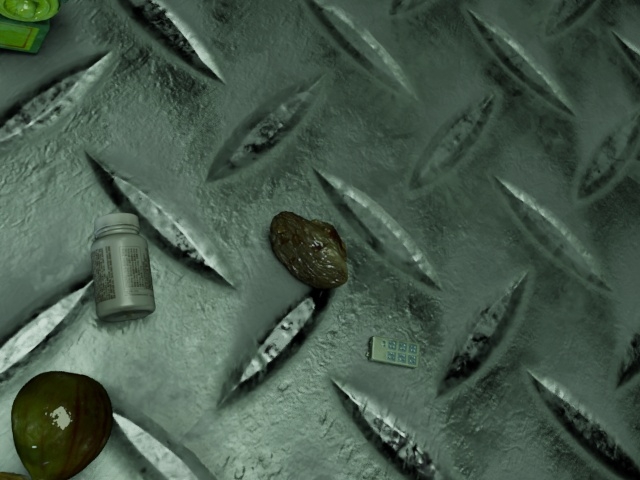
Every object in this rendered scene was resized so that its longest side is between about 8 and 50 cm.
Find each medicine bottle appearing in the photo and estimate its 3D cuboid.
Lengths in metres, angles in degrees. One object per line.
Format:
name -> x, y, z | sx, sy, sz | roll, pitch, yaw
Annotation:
medicine bottle -> -0.277, 0.037, 0.991 | 0.079, 0.079, 0.140 | -5, 74, -21

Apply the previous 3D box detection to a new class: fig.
fig -> -0.342, 0.277, 0.874 | 0.124, 0.124, 0.237 | 23, 77, -11

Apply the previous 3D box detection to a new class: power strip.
power strip -> 0.116, 0.176, 1.119 | 0.090, 0.016, 0.040 | 12, 69, -16

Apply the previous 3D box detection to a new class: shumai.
shumai -> -0.012, 0.001, 1.081 | 0.139, 0.123, 0.105 | 20, 55, 2

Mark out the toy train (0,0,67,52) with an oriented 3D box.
toy train -> -0.482, -0.365, 0.977 | 0.271, 0.188, 0.159 | 0, 71, -38

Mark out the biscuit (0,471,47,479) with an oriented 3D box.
biscuit -> -0.388, 0.313, 0.802 | 0.228, 0.031, 0.176 | -30, 47, -4
